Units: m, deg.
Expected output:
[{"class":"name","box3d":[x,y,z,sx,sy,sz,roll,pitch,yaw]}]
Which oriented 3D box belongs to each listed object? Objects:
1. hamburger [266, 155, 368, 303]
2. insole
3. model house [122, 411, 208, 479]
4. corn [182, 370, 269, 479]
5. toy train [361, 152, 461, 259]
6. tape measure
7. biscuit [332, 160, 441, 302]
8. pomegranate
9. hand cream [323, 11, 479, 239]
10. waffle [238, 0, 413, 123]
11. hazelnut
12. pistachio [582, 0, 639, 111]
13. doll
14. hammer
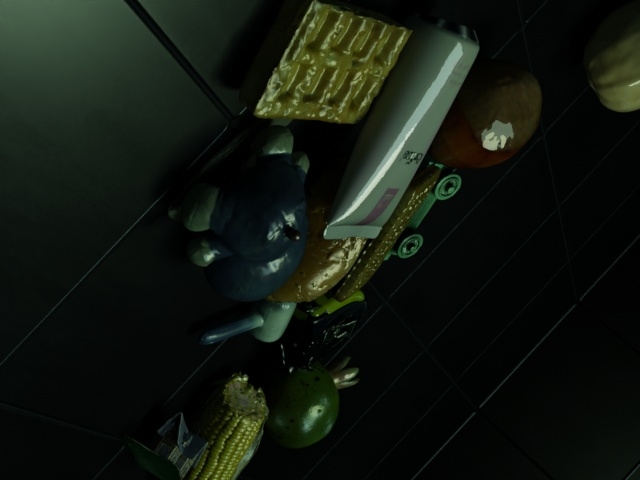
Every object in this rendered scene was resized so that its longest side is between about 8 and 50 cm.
[{"class":"hamburger","box3d":[0.000,0.000,1.815,0.262,0.131,0.124,-54,157,2]},{"class":"insole","box3d":[-0.118,-0.118,1.564,0.248,0.011,0.081,-43,160,-12]},{"class":"model house","box3d":[-0.264,0.354,1.972,0.088,0.117,0.167,-56,161,-24]},{"class":"corn","box3d":[-0.195,0.376,2.084,0.122,0.123,0.305,-20,147,-54]},{"class":"toy train","box3d":[0.144,-0.072,2.013,0.159,0.101,0.248,11,120,-46]},{"class":"tape measure","box3d":[0.002,0.135,2.064,0.186,0.112,0.199,-31,153,-39]},{"class":"biscuit","box3d":[0.117,-0.014,1.896,0.254,0.029,0.172,-58,171,24]},{"class":"pomegranate","box3d":[-0.028,0.289,2.162,0.225,0.187,0.187,-27,150,-31]},{"class":"hand cream","box3d":[0.116,-0.161,1.685,0.185,0.118,0.358,-4,120,-63]},{"class":"waffle","box3d":[0.007,-0.240,1.516,0.274,0.057,0.168,-5,129,-58]},{"class":"hazelnut","box3d":[0.260,-0.207,1.885,0.214,0.176,0.214,-24,175,-2]},{"class":"pistachio","box3d":[0.636,-0.379,2.240,0.318,0.214,0.193,-41,119,-27]},{"class":"doll","box3d":[-0.091,-0.020,1.606,0.228,0.154,0.258,-45,170,-21]},{"class":"hammer","box3d":[-0.127,0.134,1.893,0.194,0.069,0.116,-18,145,-42]}]
